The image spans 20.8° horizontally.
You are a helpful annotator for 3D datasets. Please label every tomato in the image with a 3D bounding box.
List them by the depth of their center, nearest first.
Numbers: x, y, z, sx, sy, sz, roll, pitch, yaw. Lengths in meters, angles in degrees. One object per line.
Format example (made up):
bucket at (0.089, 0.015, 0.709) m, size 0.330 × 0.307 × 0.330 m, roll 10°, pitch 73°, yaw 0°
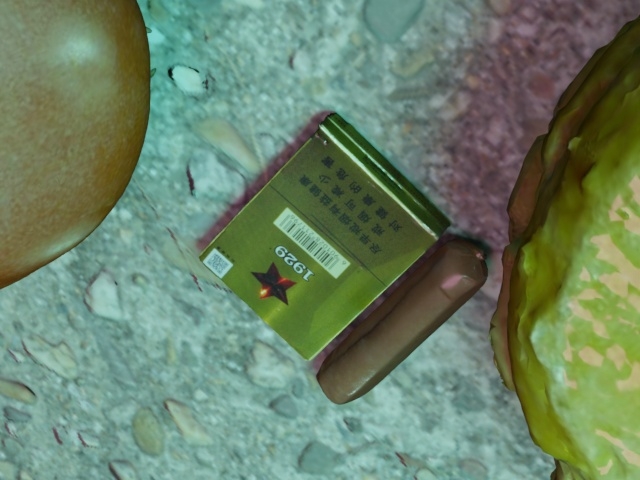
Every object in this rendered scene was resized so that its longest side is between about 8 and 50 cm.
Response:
tomato at (-0.215, -0.088, 0.913) m, size 0.255 × 0.224 × 0.256 m, roll 19°, pitch 125°, yaw 29°

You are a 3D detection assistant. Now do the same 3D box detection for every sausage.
sausage at (0.044, 0.048, 0.974) m, size 0.030 × 0.035 × 0.147 m, roll 57°, pitch 132°, yaw 17°

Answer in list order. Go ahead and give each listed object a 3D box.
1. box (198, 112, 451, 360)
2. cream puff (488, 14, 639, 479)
box at (0.000, 0.000, 0.974) m, size 0.090 × 0.023 × 0.133 m, roll 44°, pitch 130°, yaw -1°
cream puff at (0.241, 0.021, 0.725) m, size 0.327 × 0.231 × 0.343 m, roll 11°, pitch 117°, yaw 16°
